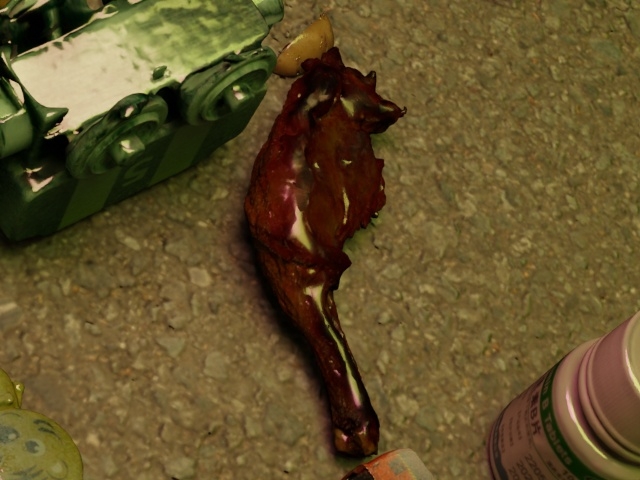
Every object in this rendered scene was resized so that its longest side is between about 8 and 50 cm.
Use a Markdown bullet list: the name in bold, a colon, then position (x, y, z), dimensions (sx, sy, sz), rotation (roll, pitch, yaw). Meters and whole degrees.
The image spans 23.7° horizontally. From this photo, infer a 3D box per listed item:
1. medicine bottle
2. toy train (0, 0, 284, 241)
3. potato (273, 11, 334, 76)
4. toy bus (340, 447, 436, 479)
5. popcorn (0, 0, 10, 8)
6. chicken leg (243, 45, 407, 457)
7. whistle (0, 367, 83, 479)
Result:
- **medicine bottle**: position (0.251, 0.153, 1.310), dimensions (0.139, 0.237, 0.139), rotation (9, 61, -17)
- **toy train**: position (-0.170, -0.124, 1.285), dimensions (0.299, 0.238, 0.167), rotation (-28, 76, -30)
- **potato**: position (-0.007, -0.192, 1.516), dimensions (0.036, 0.037, 0.093), rotation (44, 54, 0)
- **toy bus**: position (0.094, 0.266, 1.288), dimensions (0.077, 0.065, 0.192), rotation (-24, 74, -43)
- **popcorn**: position (-0.299, -0.270, 1.318), dimensions (0.206, 0.237, 0.251), rotation (49, 61, -28)
- **chicken leg**: position (0.000, 0.000, 1.384), dimensions (0.158, 0.096, 0.407), rotation (19, 56, -36)
- **whistle**: position (-0.261, 0.146, 1.213), dimensions (0.104, 0.057, 0.198), rotation (-11, 60, -39)
